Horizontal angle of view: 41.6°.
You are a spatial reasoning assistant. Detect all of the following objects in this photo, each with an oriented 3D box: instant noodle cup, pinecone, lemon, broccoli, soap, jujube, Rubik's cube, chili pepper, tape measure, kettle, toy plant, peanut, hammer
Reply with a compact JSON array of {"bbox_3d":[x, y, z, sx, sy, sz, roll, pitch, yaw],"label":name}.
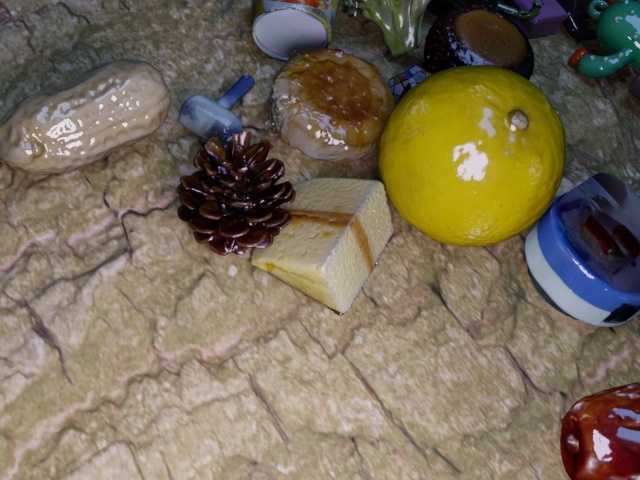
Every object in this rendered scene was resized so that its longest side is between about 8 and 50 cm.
[{"bbox_3d":[-0.049,-0.465,1.695,0.204,0.205,0.153,10,63,-13],"label":"instant noodle cup"},{"bbox_3d":[-0.140,-0.086,1.388,0.207,0.208,0.208,9,53,-13],"label":"pinecone"},{"bbox_3d":[0.268,-0.150,1.489,0.347,0.348,0.348,9,53,-13],"label":"lemon"},{"bbox_3d":[0.175,-0.526,1.793,0.247,0.246,0.288,-20,25,-2],"label":"broccoli"},{"bbox_3d":[0.493,-0.585,2.045,0.122,0.065,0.203,-17,64,-29],"label":"soap"},{"bbox_3d":[0.547,0.325,1.339,0.317,0.223,0.223,2,55,-9],"label":"jujube"},{"bbox_3d":[0.185,-0.299,1.715,0.093,0.111,0.111,7,48,-50],"label":"Rubik's cube"},{"bbox_3d":[0.363,-0.546,1.902,0.261,0.174,0.165,31,56,10],"label":"chili pepper"},{"bbox_3d":[0.518,0.033,1.569,0.262,0.138,0.259,-24,65,-32],"label":"tape measure"},{"bbox_3d":[0.673,-0.602,2.095,0.232,0.144,0.202,-22,96,-24],"label":"kettle"},{"bbox_3d":[0.764,-0.416,1.945,0.400,0.279,0.185,54,15,13],"label":"toy plant"},{"bbox_3d":[-0.398,-0.203,1.412,0.313,0.152,0.152,-35,72,-29],"label":"peanut"},{"bbox_3d":[-0.174,-0.254,1.577,0.116,0.069,0.194,30,47,4],"label":"hammer"}]

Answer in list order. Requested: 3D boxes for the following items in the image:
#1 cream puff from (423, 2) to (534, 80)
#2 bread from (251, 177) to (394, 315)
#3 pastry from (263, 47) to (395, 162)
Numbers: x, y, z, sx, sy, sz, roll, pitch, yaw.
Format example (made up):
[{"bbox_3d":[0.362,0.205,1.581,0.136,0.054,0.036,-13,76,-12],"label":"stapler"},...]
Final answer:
[{"bbox_3d":[0.328,-0.377,1.772,0.239,0.165,0.239,10,58,-16],"label":"cream puff"},{"bbox_3d":[0.000,0.000,1.479,0.178,0.135,0.240,7,46,29],"label":"bread"},{"bbox_3d":[0.021,-0.251,1.610,0.256,0.121,0.236,9,57,-16],"label":"pastry"}]
